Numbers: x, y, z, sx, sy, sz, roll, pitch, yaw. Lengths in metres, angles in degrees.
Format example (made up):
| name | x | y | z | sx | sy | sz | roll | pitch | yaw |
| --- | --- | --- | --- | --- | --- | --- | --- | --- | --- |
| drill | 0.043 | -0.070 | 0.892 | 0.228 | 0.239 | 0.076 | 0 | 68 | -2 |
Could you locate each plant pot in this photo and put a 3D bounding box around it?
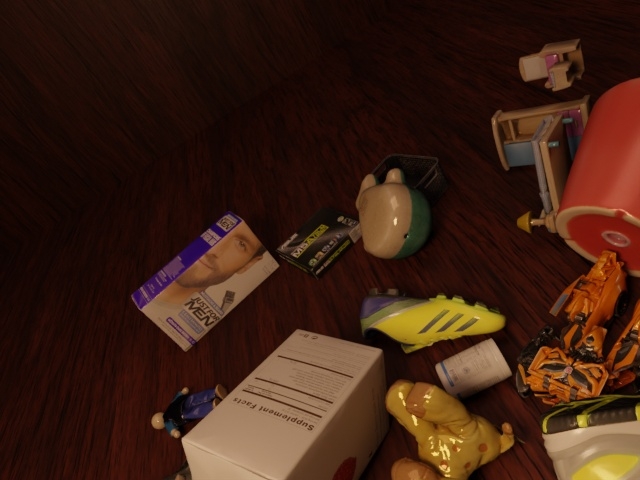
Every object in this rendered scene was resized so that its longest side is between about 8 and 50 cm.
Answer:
| name | x | y | z | sx | sy | sz | roll | pitch | yaw |
| --- | --- | --- | --- | --- | --- | --- | --- | --- | --- |
| plant pot | 0.535 | -0.089 | 0.860 | 0.275 | 0.275 | 0.243 | 19 | 69 | 51 |

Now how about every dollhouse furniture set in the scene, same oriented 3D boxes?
| name | x | y | z | sx | sy | sz | roll | pitch | yaw |
| --- | --- | --- | --- | --- | --- | --- | --- | --- | --- |
| dollhouse furniture set | 0.411 | -0.198 | 1.058 | 0.198 | 0.286 | 0.303 | -1 | 34 | 40 |

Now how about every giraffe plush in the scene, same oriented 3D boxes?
| name | x | y | z | sx | sy | sz | roll | pitch | yaw |
| --- | --- | --- | --- | --- | --- | --- | --- | --- | --- |
| giraffe plush | 0.170 | 0.323 | 0.760 | 0.210 | 0.181 | 0.170 | 23 | 70 | 14 |

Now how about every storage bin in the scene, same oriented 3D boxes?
| name | x | y | z | sx | sy | sz | roll | pitch | yaw |
| --- | --- | --- | --- | --- | --- | --- | --- | --- | --- |
| storage bin | 0.221 | -0.148 | 1.345 | 0.122 | 0.084 | 0.180 | -48 | 35 | -19 |

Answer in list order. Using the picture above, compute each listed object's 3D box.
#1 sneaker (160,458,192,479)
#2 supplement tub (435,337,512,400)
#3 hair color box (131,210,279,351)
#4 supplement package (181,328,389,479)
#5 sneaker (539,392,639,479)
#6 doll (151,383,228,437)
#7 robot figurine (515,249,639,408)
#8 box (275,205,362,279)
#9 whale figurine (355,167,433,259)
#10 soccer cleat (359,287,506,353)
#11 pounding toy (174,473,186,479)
| name | x | y | z | sx | sy | sz | roll | pitch | yaw |
| --- | --- | --- | --- | --- | --- | --- | --- | --- | --- |
| sneaker | -0.251 | 0.462 | 0.998 | 0.235 | 0.078 | 0.106 | -18 | 34 | 17 |
| supplement tub | 0.253 | 0.216 | 0.870 | 0.107 | 0.071 | 0.071 | -28 | 34 | 8 |
| hair color box | -0.298 | 0.105 | 1.385 | 0.339 | 0.185 | 0.110 | -44 | 34 | -13 |
| supplement package | -0.034 | 0.300 | 0.808 | 0.176 | 0.177 | 0.293 | 8 | 28 | 31 |
| sneaker | 0.471 | 0.247 | 0.615 | 0.385 | 0.145 | 0.147 | -12 | 79 | 14 |
| doll | -0.300 | 0.382 | 1.164 | 0.189 | 0.046 | 0.129 | -22 | 34 | 18 |
| robot figurine | 0.424 | 0.151 | 0.790 | 0.291 | 0.085 | 0.211 | -47 | 34 | -18 |
| box | 0.000 | 0.000 | 1.386 | 0.191 | 0.045 | 0.184 | -44 | 37 | -15 |
| whale figurine | 0.168 | -0.064 | 1.229 | 0.272 | 0.141 | 0.216 | -119 | 42 | -62 |
| soccer cleat | 0.206 | 0.159 | 0.993 | 0.289 | 0.093 | 0.121 | 1 | 78 | 36 |
| pounding toy | -0.214 | 0.535 | 0.850 | 0.269 | 0.155 | 0.154 | -69 | 18 | -8 |
